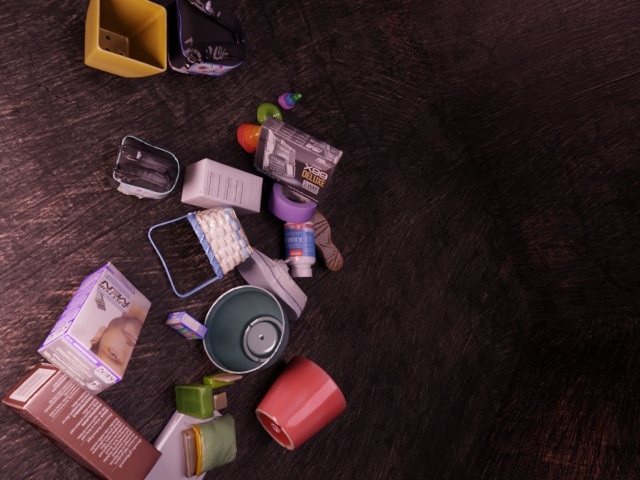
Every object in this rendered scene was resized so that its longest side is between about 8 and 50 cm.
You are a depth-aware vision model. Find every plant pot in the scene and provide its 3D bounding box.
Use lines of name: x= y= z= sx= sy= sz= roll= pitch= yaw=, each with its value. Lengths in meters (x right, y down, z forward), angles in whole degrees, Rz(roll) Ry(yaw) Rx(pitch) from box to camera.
plant pot: x=-0.616 y=-0.618 z=1.573 sx=0.212 sy=0.187 sz=0.212 roll=5 pitch=79 yaw=-45
plant pot: x=-0.085 y=0.603 z=1.864 sx=0.243 sy=0.275 sz=0.275 roll=-40 pitch=111 yaw=-32
plant pot: x=-0.230 y=0.323 z=1.766 sx=0.196 sy=0.293 sz=0.293 roll=53 pitch=44 yaw=-62

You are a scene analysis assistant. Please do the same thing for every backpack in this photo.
backpack: x=-0.403 y=-0.699 z=1.794 sx=0.263 sy=0.213 sz=0.276 roll=-2 pitch=90 yaw=-38
backpack: x=-0.544 y=-0.214 z=1.596 sx=0.188 sy=0.144 sz=0.166 roll=14 pitch=70 yaw=-20

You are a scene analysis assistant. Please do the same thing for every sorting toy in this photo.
sorting toy: x=-0.182 y=-0.493 z=2.045 sx=0.127 sy=0.126 sz=0.365 roll=54 pitch=50 yaw=-24

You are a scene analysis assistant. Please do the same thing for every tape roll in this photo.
tape roll: x=-0.107 y=-0.157 z=2.018 sx=0.189 sy=0.080 sz=0.189 roll=15 pitch=39 yaw=-13

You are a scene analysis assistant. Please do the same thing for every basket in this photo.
basket: x=-0.390 y=0.025 z=1.702 sx=0.289 sy=0.201 sz=0.255 roll=-24 pitch=104 yaw=-17

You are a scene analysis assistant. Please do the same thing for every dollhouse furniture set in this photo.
dollhouse furniture set: x=-0.326 y=0.590 z=1.619 sx=0.197 sy=0.151 sz=0.301 roll=-2 pitch=84 yaw=-46

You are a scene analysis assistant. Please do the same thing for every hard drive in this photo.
hard drive: x=-0.435 y=0.676 z=1.630 sx=0.210 sy=0.040 sz=0.319 roll=53 pitch=50 yaw=-26

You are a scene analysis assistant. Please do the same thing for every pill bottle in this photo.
pill bottle: x=-0.082 y=0.038 z=2.051 sx=0.124 sy=0.124 sz=0.221 roll=5 pitch=78 yaw=-45

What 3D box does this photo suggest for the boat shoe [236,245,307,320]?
boat shoe: x=-0.170 y=0.124 z=1.927 sx=0.367 sy=0.136 sz=0.156 roll=49 pitch=48 yaw=-18

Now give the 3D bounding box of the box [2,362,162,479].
box: x=-0.625 y=0.500 z=1.358 sx=0.381 sy=0.191 sz=0.143 roll=57 pitch=48 yaw=-23

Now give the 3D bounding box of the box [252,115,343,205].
box: x=-0.090 y=-0.297 z=1.921 sx=0.307 sy=0.242 sz=0.076 roll=28 pitch=53 yaw=3

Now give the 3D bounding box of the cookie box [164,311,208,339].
cookie box: x=-0.437 y=0.279 z=1.665 sx=0.107 sy=0.092 sz=0.040 roll=45 pitch=50 yaw=-30

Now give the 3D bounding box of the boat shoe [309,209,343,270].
boat shoe: x=0.000 y=0.000 z=2.184 sx=0.104 sy=0.089 sz=0.285 roll=-26 pitch=100 yaw=-19

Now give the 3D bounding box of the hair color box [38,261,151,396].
hair color box: x=-0.589 y=0.227 z=1.379 sx=0.185 sy=0.110 sz=0.339 roll=53 pitch=14 yaw=-25

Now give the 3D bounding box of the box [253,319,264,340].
box: x=-0.215 y=0.314 z=1.933 sx=0.094 sy=0.027 sz=0.137 roll=-20 pitch=97 yaw=-47

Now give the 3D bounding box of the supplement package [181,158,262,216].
supplement package: x=-0.345 y=-0.181 z=1.808 sx=0.244 sy=0.139 sz=0.134 roll=15 pitch=73 yaw=-44
